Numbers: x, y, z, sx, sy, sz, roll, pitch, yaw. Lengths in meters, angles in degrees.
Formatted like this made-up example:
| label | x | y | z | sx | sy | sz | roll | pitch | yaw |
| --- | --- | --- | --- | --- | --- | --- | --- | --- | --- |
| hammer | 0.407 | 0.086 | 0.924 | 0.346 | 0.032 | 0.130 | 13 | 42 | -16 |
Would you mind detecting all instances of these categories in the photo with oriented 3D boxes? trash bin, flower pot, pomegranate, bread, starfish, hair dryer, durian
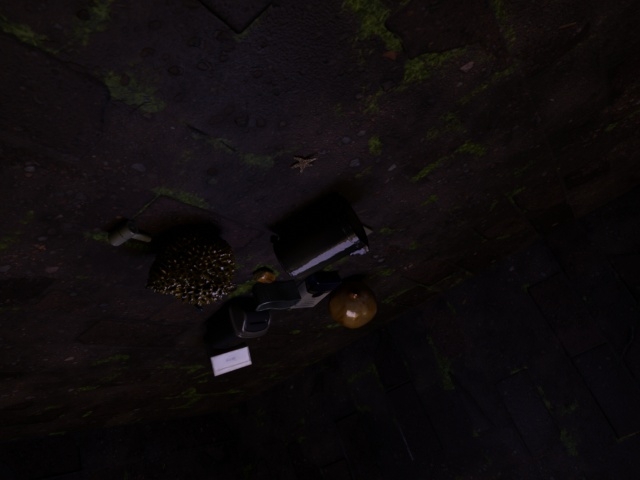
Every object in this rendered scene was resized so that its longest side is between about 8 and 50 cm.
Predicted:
| label | x | y | z | sx | sy | sz | roll | pitch | yaw |
| --- | --- | --- | --- | --- | --- | --- | --- | --- | --- |
| trash bin | 0.000 | 0.000 | 1.789 | 0.301 | 0.203 | 0.252 | -29 | 114 | 16 |
| flower pot | -0.209 | 0.255 | 2.230 | 0.229 | 0.108 | 0.103 | 2 | 145 | -40 |
| pomegranate | 0.169 | 0.334 | 2.524 | 0.264 | 0.264 | 0.264 | -18 | 154 | -9 |
| bread | -0.240 | 0.158 | 2.080 | 0.072 | 0.053 | 0.106 | -26 | 160 | 14 |
| trash bin | -0.387 | 0.400 | 2.290 | 0.290 | 0.182 | 0.209 | -33 | 158 | 33 |
| starfish | -0.052 | -0.243 | 1.497 | 0.092 | 0.016 | 0.086 | -21 | 157 | 8 |
| hair dryer | -0.577 | -0.013 | 1.487 | 0.082 | 0.047 | 0.137 | -30 | 161 | 16 |
| durian | -0.424 | 0.094 | 1.607 | 0.292 | 0.258 | 0.258 | 7 | 143 | -29 |

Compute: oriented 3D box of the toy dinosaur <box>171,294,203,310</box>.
| label | x | y | z | sx | sy | sz | roll | pitch | yaw |
| --- | --- | --- | --- | --- | --- | --- | --- | --- | --- |
| toy dinosaur | -0.528 | 0.173 | 1.786 | 0.076 | 0.144 | 0.329 | -42 | -154 | -23 |

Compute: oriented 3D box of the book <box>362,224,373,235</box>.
| label | x | y | z | sx | sy | sz | roll | pitch | yaw |
| --- | --- | --- | --- | --- | --- | --- | --- | --- | --- |
| book | 0.065 | -0.020 | 2.019 | 0.217 | 0.021 | 0.310 | -33 | 153 | 22 |

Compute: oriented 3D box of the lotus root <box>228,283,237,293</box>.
| label | x | y | z | sx | sy | sz | roll | pitch | yaw |
| --- | --- | --- | --- | --- | --- | --- | --- | --- | --- |
| lotus root | -0.398 | 0.214 | 2.075 | 0.083 | 0.037 | 0.030 | -13 | 157 | -20 |

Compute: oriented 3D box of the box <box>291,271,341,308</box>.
| label | x | y | z | sx | sy | sz | roll | pitch | yaw |
| --- | --- | --- | --- | --- | --- | --- | --- | --- | --- |
| box | -0.034 | 0.248 | 2.399 | 0.168 | 0.071 | 0.259 | 2 | 146 | -41 |

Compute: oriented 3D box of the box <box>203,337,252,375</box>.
| label | x | y | z | sx | sy | sz | roll | pitch | yaw |
| --- | --- | --- | --- | --- | --- | --- | --- | --- | --- |
| box | -0.480 | 0.571 | 2.465 | 0.194 | 0.111 | 0.260 | -14 | -164 | -20 |
